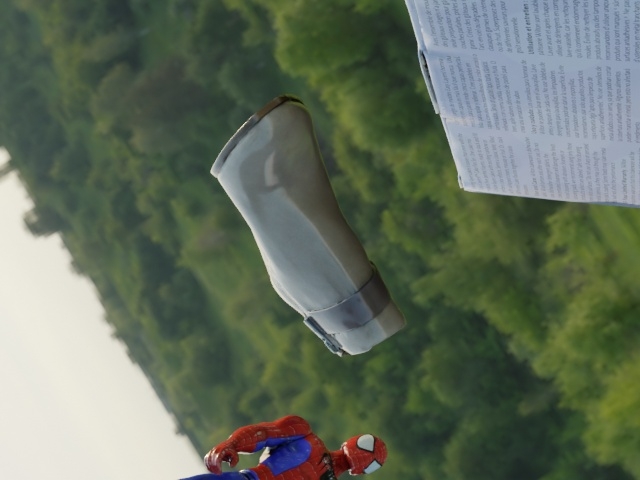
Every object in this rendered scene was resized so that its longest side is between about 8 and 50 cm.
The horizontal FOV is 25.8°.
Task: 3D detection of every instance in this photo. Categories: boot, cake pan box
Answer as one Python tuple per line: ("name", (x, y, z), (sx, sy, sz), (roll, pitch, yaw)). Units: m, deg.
("boot", (0.000, 0.000, 0.511), (0.087, 0.042, 0.118), (55, 171, 6))
("cake pan box", (0.173, -0.092, 0.663), (0.267, 0.246, 0.070), (59, -142, -63))

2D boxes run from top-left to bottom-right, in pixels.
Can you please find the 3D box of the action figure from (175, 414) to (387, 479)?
("action figure", (-0.024, 0.068, 0.346), (0.030, 0.115, 0.038), (-19, 88, 44))
